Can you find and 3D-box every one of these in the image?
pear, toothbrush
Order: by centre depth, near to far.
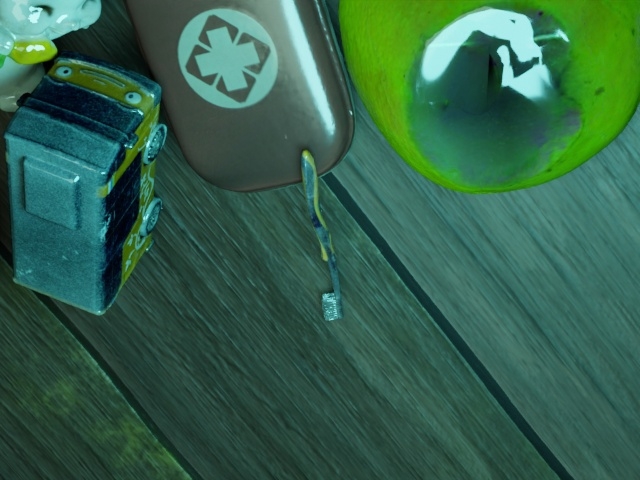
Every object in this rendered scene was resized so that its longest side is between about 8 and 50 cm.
[{"bbox_3d":[0.206,-0.213,1.609,0.399,0.165,0.399,2,118,5],"label":"pear"},{"bbox_3d":[0.003,-0.001,1.828,0.031,0.023,0.321,-13,135,-5],"label":"toothbrush"}]

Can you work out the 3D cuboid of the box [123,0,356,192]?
[{"bbox_3d":[-0.105,-0.252,1.754,0.263,0.108,0.404,-11,111,22],"label":"box"}]

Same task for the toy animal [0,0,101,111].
[{"bbox_3d":[-0.384,-0.313,1.760,0.154,0.208,0.325,53,139,35],"label":"toy animal"}]

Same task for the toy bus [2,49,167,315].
[{"bbox_3d":[-0.314,-0.070,1.814,0.162,0.194,0.323,21,140,8],"label":"toy bus"}]
